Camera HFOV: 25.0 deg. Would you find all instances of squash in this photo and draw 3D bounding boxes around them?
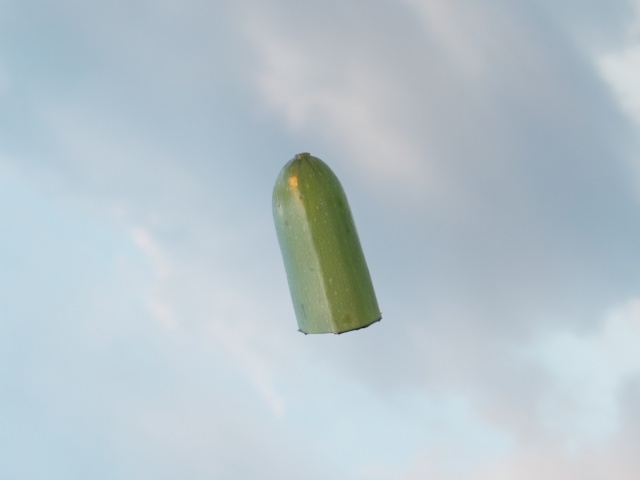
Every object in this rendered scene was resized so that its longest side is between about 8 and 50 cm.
[{"bbox_3d":[0.000,0.000,1.499,0.095,0.095,0.188,-28,-74,-66],"label":"squash"}]
